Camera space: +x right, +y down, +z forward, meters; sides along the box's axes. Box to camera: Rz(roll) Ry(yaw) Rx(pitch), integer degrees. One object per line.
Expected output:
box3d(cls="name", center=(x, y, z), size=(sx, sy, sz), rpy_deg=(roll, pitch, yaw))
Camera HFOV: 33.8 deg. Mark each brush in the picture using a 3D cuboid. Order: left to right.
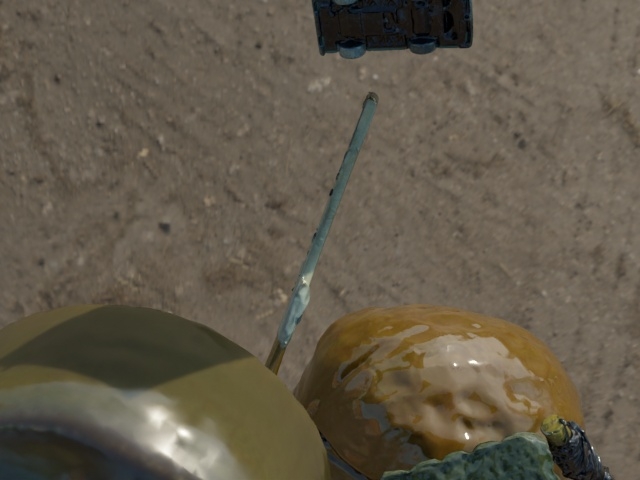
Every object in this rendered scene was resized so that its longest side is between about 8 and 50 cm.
box3d(cls="brush", center=(0.000, 0.000, 1.138), size=(0.020, 0.085, 0.337), rpy_deg=(20, 97, -2))

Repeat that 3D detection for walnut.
box3d(cls="walnut", center=(0.148, 0.252, 1.360), size=(0.397, 0.354, 0.308), rpy_deg=(19, 34, -28))

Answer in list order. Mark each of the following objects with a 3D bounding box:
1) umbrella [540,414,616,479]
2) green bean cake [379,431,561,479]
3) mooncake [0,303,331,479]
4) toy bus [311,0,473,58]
box3d(cls="umbrella", center=(0.230, 0.197, 0.916), size=(0.144, 0.040, 0.037), rpy_deg=(49, 50, -33))
box3d(cls="green bean cake", center=(0.157, 0.295, 1.029), size=(0.185, 0.094, 0.183), rpy_deg=(-19, 76, 6))
box3d(cls="mooncake", center=(-0.136, 0.187, 0.638), size=(0.284, 0.155, 0.284), rpy_deg=(4, 110, 10))
box3d(cls="toy bus", center=(0.078, -0.244, 1.087), size=(0.160, 0.079, 0.092), rpy_deg=(0, 39, 12))
